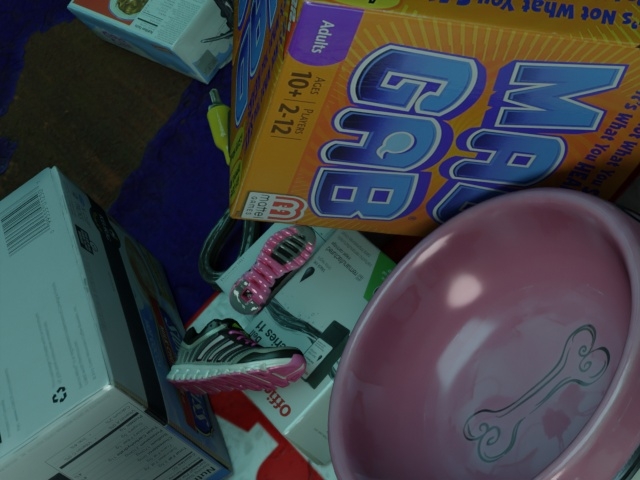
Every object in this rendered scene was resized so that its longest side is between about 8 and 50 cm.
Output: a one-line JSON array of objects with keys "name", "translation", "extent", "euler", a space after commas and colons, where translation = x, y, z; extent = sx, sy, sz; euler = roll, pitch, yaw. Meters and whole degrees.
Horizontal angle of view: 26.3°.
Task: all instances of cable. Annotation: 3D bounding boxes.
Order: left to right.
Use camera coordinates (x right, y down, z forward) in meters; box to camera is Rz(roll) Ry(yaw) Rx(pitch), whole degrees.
[{"name": "cable", "translation": [-0.077, -0.073, 1.668], "extent": [0.139, 0.072, 0.287], "euler": [-5, 69, 12]}]

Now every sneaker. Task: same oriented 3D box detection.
[{"name": "sneaker", "translation": [-0.085, 0.112, 1.396], "extent": [0.170, 0.063, 0.075], "euler": [-10, 63, 38]}, {"name": "sneaker", "translation": [-0.051, 0.029, 1.475], "extent": [0.119, 0.057, 0.047], "euler": [-45, 86, 3]}]

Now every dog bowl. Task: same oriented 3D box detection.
[{"name": "dog bowl", "translation": [0.178, 0.131, 1.203], "extent": [0.408, 0.150, 0.408], "euler": [-32, 37, 28]}]

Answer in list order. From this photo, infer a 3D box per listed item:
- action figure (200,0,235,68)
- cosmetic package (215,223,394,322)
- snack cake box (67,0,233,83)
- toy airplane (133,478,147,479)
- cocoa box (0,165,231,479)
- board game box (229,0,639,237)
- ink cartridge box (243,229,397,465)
[{"name": "action figure", "translation": [-0.052, -0.344, 1.751], "extent": [0.141, 0.164, 0.276], "euler": [-3, 53, 39]}, {"name": "cosmetic package", "translation": [0.000, 0.000, 1.539], "extent": [0.239, 0.060, 0.099], "euler": [-45, 45, 0]}, {"name": "snack cake box", "translation": [-0.214, -0.329, 1.898], "extent": [0.264, 0.089, 0.152], "euler": [27, 80, 43]}, {"name": "toy airplane", "translation": [-0.073, 0.366, 1.111], "extent": [0.272, 0.384, 0.386], "euler": [-21, 48, 35]}, {"name": "cocoa box", "translation": [-0.286, 0.143, 1.520], "extent": [0.231, 0.228, 0.347], "euler": [-34, 46, 10]}, {"name": "board game box", "translation": [0.118, -0.240, 1.295], "extent": [0.356, 0.356, 0.356], "euler": [6, 62, -11]}, {"name": "ink cartridge box", "translation": [0.014, 0.107, 1.435], "extent": [0.208, 0.087, 0.153], "euler": [-47, 45, -1]}]
